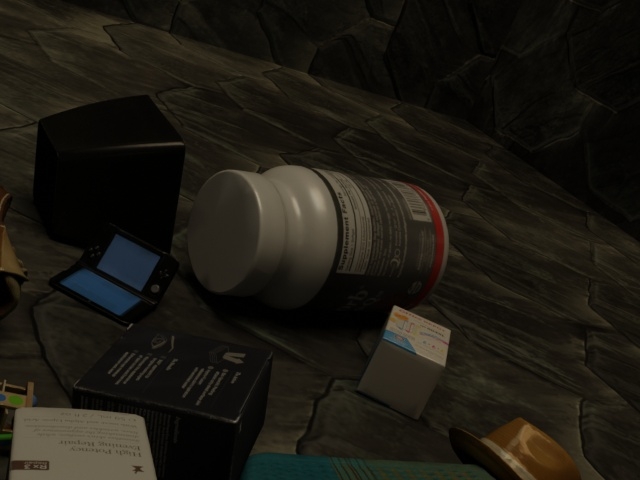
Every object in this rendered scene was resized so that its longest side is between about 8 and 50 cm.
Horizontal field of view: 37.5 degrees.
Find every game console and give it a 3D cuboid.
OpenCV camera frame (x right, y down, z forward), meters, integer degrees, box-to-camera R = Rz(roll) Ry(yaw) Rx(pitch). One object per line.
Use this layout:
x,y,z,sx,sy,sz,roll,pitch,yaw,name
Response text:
-0.260,0.040,1.202,0.122,0.107,0.071,28,-9,8,game console

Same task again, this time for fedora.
0.231,0.259,1.058,0.194,0.079,0.194,43,-12,11,fedora

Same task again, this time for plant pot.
-0.309,-0.092,1.336,0.167,0.188,0.187,-2,30,-29,plant pot

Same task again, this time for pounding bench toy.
-0.293,0.167,0.854,0.065,0.052,0.083,17,21,-21,pounding bench toy

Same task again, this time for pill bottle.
0.000,0.000,1.391,0.363,0.210,0.210,5,27,-41,pill bottle

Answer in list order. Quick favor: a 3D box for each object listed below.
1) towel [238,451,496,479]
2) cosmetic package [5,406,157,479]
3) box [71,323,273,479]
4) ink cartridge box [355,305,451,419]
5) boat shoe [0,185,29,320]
0.069,0.258,0.810,0.272,0.040,0.370,5,4,-8,towel
-0.187,0.216,0.729,0.117,0.085,0.231,6,12,-19,cosmetic package
-0.142,0.164,0.928,0.158,0.093,0.156,10,19,7,box
0.116,0.160,1.288,0.092,0.090,0.143,25,20,3,ink cartridge box
-0.378,0.045,1.000,0.120,0.122,0.324,25,27,-14,boat shoe
